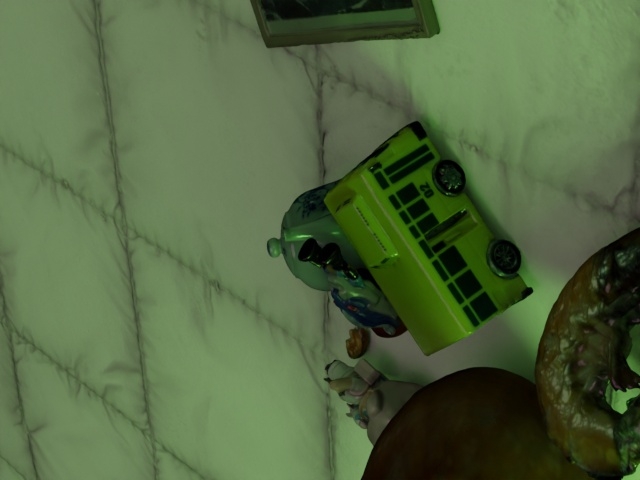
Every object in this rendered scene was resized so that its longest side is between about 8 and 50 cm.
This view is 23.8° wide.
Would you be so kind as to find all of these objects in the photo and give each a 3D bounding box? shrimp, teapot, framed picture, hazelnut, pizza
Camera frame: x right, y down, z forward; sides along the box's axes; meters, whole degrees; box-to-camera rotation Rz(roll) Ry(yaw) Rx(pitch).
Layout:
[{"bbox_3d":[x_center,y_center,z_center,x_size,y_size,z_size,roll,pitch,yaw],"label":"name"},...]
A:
[{"bbox_3d":[0.356,0.091,1.628,0.445,0.085,0.272,129,149,-47],"label":"shrimp"},{"bbox_3d":[0.000,0.000,2.030,0.159,0.159,0.232,53,174,9],"label":"teapot"},{"bbox_3d":[-0.002,-0.363,1.899,0.335,0.022,0.247,6,120,51],"label":"framed picture"},{"bbox_3d":[0.194,0.339,1.904,0.366,0.366,0.366,32,138,35],"label":"hazelnut"},{"bbox_3d":[0.054,0.148,2.227,0.037,0.016,0.083,43,147,21],"label":"pizza"}]

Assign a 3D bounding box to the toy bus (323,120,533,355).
[{"bbox_3d":[0.127,-0.001,1.895,0.262,0.150,0.128,56,148,1],"label":"toy bus"}]

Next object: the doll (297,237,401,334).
[{"bbox_3d":[0.047,0.064,1.938,0.096,0.070,0.195,20,159,47],"label":"doll"}]

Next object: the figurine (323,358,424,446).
[{"bbox_3d":[0.095,0.239,2.167,0.229,0.112,0.137,35,168,42],"label":"figurine"}]

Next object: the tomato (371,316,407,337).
[{"bbox_3d":[0.096,0.089,2.076,0.087,0.075,0.087,51,153,39],"label":"tomato"}]

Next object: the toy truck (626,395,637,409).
[{"bbox_3d":[0.416,0.237,1.783,0.154,0.080,0.078,64,173,-7],"label":"toy truck"}]
